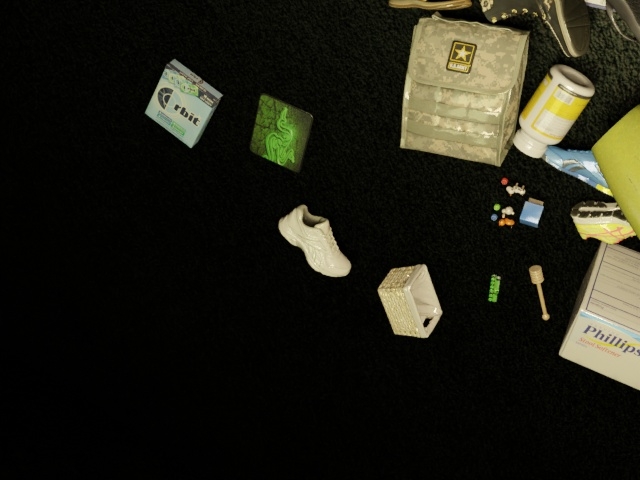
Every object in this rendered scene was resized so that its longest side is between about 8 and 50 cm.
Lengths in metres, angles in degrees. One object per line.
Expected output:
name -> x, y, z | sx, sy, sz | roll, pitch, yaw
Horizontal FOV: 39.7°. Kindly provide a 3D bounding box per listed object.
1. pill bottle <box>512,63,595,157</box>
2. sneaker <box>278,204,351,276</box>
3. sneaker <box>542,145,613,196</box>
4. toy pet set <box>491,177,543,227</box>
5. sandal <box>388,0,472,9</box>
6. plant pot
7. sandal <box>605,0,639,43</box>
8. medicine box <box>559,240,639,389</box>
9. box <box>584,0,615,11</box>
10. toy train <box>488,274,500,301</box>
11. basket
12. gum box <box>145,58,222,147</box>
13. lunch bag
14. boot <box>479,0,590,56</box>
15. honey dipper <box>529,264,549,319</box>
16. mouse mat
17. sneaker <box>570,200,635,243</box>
pill bottle -> 0.481, -0.267, 1.852 | 0.103, 0.103, 0.184 | 32, 125, 4
sneaker -> 0.000, 0.000, 2.348 | 0.232, 0.090, 0.115 | 41, 129, -5
sneaker -> 0.573, -0.173, 1.919 | 0.209, 0.069, 0.082 | 28, 113, 12
toy pet set -> 0.454, -0.066, 2.057 | 0.114, 0.065, 0.122 | 19, 131, 16
sandal -> 0.228, -0.510, 1.861 | 0.180, 0.072, 0.049 | 12, 107, 27
plant pot -> 0.695, -0.125, 1.770 | 0.293, 0.275, 0.275 | 48, 134, 10
sandal -> 0.567, -0.441, 1.656 | 0.254, 0.097, 0.054 | 52, 144, -1
medicine box -> 0.696, 0.170, 1.943 | 0.263, 0.289, 0.149 | 23, 131, 13
box -> 0.575, -0.503, 1.683 | 0.225, 0.036, 0.136 | 19, 131, 17
toy train -> 0.440, 0.121, 2.238 | 0.024, 0.017, 0.083 | 9, 127, 12
basket -> 0.233, 0.158, 2.318 | 0.103, 0.113, 0.167 | -2, 123, 35
gum box -> -0.359, -0.356, 2.313 | 0.157, 0.041, 0.184 | 37, 134, 0
lunch bag -> 0.306, -0.328, 1.880 | 0.235, 0.169, 0.287 | 14, 123, 19
boot -> 0.418, -0.453, 1.741 | 0.178, 0.085, 0.236 | -16, 98, 52
honey dipper -> 0.544, 0.132, 2.181 | 0.030, 0.030, 0.160 | -2, 125, 30
mouse mat -> -0.102, -0.272, 2.256 | 0.153, 0.007, 0.189 | 25, 133, 11
sneaker -> 0.665, -0.034, 1.963 | 0.208, 0.081, 0.094 | 8, 134, 32
